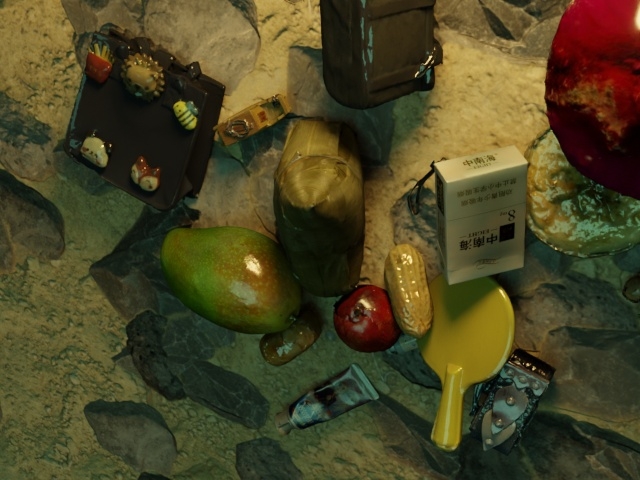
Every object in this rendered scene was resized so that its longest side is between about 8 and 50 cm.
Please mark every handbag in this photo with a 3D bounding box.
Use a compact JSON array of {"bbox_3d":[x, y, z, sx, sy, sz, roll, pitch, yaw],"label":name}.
[{"bbox_3d":[-0.378,-0.259,1.890,0.303,0.122,0.329,29,122,13],"label":"handbag"},{"bbox_3d":[0.103,-0.365,1.555,0.181,0.181,0.254,30,132,49],"label":"handbag"}]

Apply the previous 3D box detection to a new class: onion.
[{"bbox_3d":[0.496,-0.229,1.271,0.399,0.420,0.398,10,112,27],"label":"onion"}]

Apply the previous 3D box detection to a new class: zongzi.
[{"bbox_3d":[0.000,0.000,1.666,0.174,0.393,0.355,-3,118,4],"label":"zongzi"}]

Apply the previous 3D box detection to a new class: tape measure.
[{"bbox_3d":[0.244,-0.100,1.696,0.180,0.107,0.104,179,94,-66],"label":"tape measure"}]

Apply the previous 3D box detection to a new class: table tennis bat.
[{"bbox_3d":[0.275,0.234,1.753,0.224,0.054,0.368,10,94,42],"label":"table tennis bat"}]

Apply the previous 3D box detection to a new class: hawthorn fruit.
[{"bbox_3d":[0.091,0.158,1.819,0.148,0.172,0.148,-4,79,20],"label":"hawthorn fruit"}]

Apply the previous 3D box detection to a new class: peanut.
[{"bbox_3d":[0.174,0.103,1.772,0.093,0.083,0.194,-18,77,46],"label":"peanut"}]

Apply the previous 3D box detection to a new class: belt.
[{"bbox_3d":[0.370,0.314,1.776,0.129,0.122,0.218,27,114,16],"label":"belt"}]

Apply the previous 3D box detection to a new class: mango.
[{"bbox_3d":[-0.203,0.070,1.914,0.382,0.201,0.225,23,137,32],"label":"mango"}]

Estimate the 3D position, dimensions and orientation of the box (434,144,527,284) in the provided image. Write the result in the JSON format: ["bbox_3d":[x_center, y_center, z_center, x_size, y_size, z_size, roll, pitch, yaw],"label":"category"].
[{"bbox_3d":[0.289,-0.042,1.603,0.155,0.067,0.242,-12,129,-6],"label":"box"}]

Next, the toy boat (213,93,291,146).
[{"bbox_3d":[-0.140,-0.241,1.798,0.201,0.077,0.057,-20,102,33],"label":"toy boat"}]

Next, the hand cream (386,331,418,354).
[{"bbox_3d":[0.210,0.198,1.850,0.171,0.043,0.065,-24,91,32],"label":"hand cream"}]

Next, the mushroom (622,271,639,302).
[{"bbox_3d":[0.602,0.050,1.539,0.148,0.226,0.217,29,163,-10],"label":"mushroom"}]

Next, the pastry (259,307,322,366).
[{"bbox_3d":[-0.066,0.212,1.938,0.153,0.153,0.081,-22,109,33],"label":"pastry"}]

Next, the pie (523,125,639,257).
[{"bbox_3d":[0.473,-0.092,1.569,0.274,0.055,0.274,11,118,22],"label":"pie"}]

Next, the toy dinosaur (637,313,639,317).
[{"bbox_3d":[0.793,0.132,1.483,0.447,0.087,0.300,20,125,4],"label":"toy dinosaur"}]

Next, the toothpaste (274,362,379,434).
[{"bbox_3d":[0.007,0.373,2.039,0.266,0.061,0.096,-32,95,28],"label":"toothpaste"}]
